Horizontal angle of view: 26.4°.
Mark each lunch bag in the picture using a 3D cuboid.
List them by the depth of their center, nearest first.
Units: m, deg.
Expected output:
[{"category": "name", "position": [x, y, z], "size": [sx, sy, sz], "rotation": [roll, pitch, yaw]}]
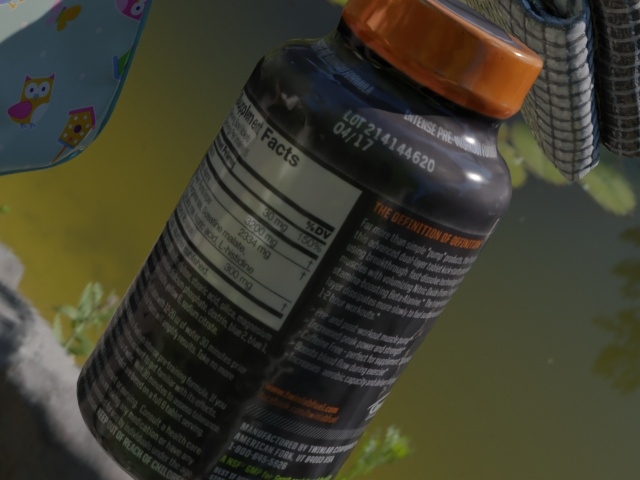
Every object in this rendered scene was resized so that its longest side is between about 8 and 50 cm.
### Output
[{"category": "lunch bag", "position": [-0.248, -0.154, 0.941], "size": [0.108, 0.224, 0.279], "rotation": [39, 32, 29]}]

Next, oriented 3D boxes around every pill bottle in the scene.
[{"category": "pill bottle", "position": [0.000, 0.000, 0.618], "size": [0.130, 0.246, 0.130], "rotation": [29, 16, -9]}]

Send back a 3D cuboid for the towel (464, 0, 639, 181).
[{"category": "towel", "position": [0.182, -0.223, 1.116], "size": [0.235, 0.121, 0.284], "rotation": [60, 7, -61]}]
